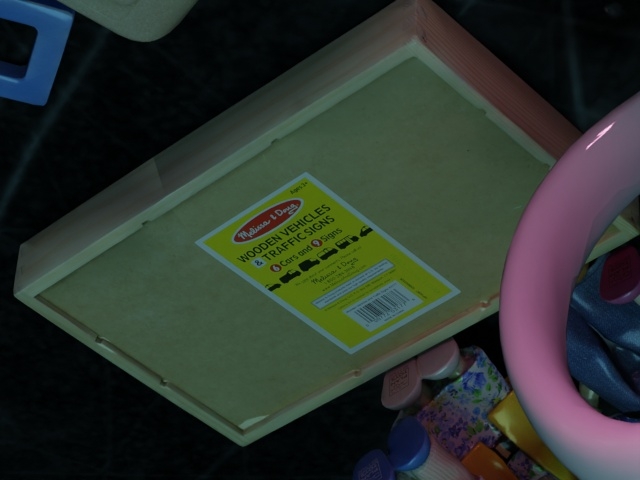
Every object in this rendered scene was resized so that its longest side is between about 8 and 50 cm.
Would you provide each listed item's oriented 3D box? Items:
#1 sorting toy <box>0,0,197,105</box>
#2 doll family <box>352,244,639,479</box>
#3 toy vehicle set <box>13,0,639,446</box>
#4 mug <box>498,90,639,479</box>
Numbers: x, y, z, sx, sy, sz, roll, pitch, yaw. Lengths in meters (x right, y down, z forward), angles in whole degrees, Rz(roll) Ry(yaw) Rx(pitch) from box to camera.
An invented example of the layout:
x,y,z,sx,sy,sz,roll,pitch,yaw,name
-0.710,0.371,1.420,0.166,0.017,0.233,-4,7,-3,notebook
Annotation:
x,y,z,sx,sy,sz,roll,pitch,yaw,name
-0.101,-0.168,0.795,0.196,0.047,0.347,25,133,-22,sorting toy
0.142,0.085,1.031,0.263,0.118,0.163,-39,118,15,doll family
0.000,0.000,0.980,0.267,0.035,0.166,-30,128,31,toy vehicle set
0.240,-0.015,0.737,0.374,0.328,0.276,-19,133,22,mug
